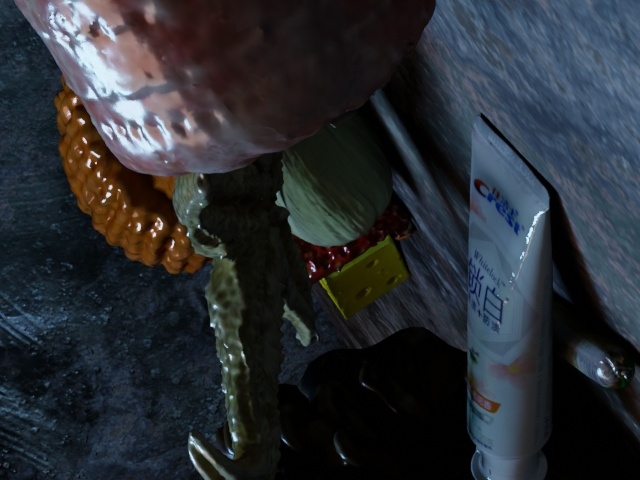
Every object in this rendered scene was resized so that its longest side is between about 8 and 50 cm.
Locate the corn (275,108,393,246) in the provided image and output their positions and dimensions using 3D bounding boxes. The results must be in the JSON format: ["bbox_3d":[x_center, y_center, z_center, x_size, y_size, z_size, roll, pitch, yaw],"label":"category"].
[{"bbox_3d":[-0.042,-0.107,1.717,0.305,0.123,0.122,43,-149,-44],"label":"corn"}]

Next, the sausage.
[{"bbox_3d":[0.177,0.065,1.439,0.033,0.033,0.269,57,175,-17],"label":"sausage"}]

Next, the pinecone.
[{"bbox_3d":[0.094,0.270,1.691,0.397,0.398,0.398,55,175,7],"label":"pinecone"}]

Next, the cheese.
[{"bbox_3d":[0.010,-0.019,2.191,0.171,0.093,0.126,54,178,23],"label":"cheese"}]

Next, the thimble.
[{"bbox_3d":[-0.059,-0.161,1.147,0.162,0.239,0.239,58,175,-26],"label":"thimble"}]

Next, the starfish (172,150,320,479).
[{"bbox_3d":[-0.066,-0.030,1.520,0.324,0.082,0.432,-67,-23,-58],"label":"starfish"}]

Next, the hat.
[{"bbox_3d":[-0.096,-0.143,1.931,0.285,0.285,0.400,56,150,-1],"label":"hat"}]

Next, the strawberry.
[{"bbox_3d":[0.000,0.000,1.955,0.082,0.188,0.121,60,-162,-1],"label":"strawberry"}]

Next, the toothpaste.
[{"bbox_3d":[0.137,0.058,1.382,0.100,0.066,0.323,-125,22,-43],"label":"toothpaste"}]
